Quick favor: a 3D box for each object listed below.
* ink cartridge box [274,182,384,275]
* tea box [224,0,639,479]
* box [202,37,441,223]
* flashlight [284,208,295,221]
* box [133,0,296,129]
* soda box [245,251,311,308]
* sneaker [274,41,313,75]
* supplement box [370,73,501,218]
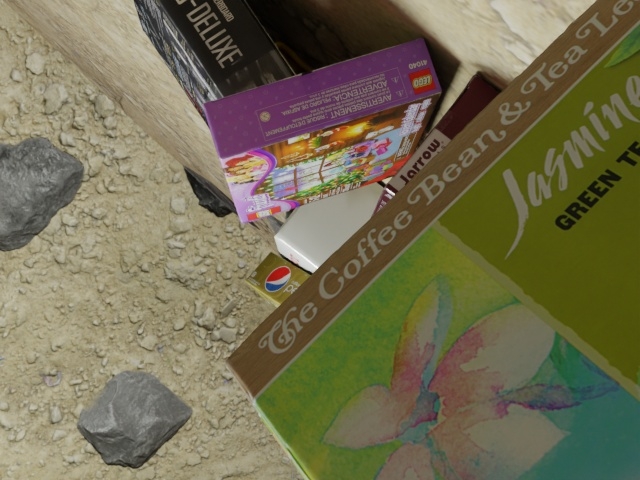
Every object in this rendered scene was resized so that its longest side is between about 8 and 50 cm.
[{"bbox_3d":[0.127,0.077,1.450,0.384,0.160,0.279,39,171,8],"label":"ink cartridge box"},{"bbox_3d":[0.191,0.082,0.455,0.323,0.329,0.220,44,177,46],"label":"tea box"},{"bbox_3d":[0.000,-0.096,0.960,0.293,0.200,0.057,94,159,-80],"label":"box"},{"bbox_3d":[0.000,0.000,1.773,0.304,0.103,0.103,50,-158,-72],"label":"flashlight"},{"bbox_3d":[-0.122,-0.209,1.085,0.242,0.076,0.307,56,173,4],"label":"box"},{"bbox_3d":[-0.029,0.080,1.383,0.181,0.061,0.058,28,164,51],"label":"soda box"},{"bbox_3d":[-0.010,-0.158,1.129,0.175,0.064,0.067,41,175,-13],"label":"sneaker"},{"bbox_3d":[0.114,-0.053,0.917,0.073,0.130,0.239,38,173,5],"label":"supplement box"}]
